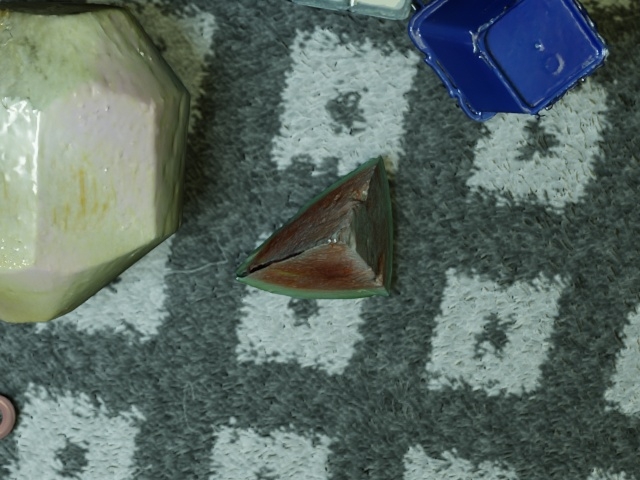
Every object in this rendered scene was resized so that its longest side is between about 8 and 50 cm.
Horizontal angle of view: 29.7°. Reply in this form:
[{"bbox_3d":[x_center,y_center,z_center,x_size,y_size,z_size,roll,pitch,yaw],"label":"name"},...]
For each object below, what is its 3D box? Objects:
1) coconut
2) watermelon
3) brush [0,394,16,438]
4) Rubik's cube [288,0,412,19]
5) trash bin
[{"bbox_3d":[-0.308,-0.083,1.280,0.352,0.352,0.353,-2,102,-8],"label":"coconut"},{"bbox_3d":[-0.005,-0.011,1.424,0.207,0.202,0.136,-14,64,-7],"label":"watermelon"},{"bbox_3d":[-0.477,0.175,1.444,0.233,0.047,0.103,26,97,-14],"label":"brush"},{"bbox_3d":[-0.027,-0.381,1.283,0.256,0.259,0.253,8,102,-9],"label":"Rubik's cube"},{"bbox_3d":[0.207,-0.233,1.356,0.162,0.234,0.184,-39,105,2],"label":"trash bin"}]
